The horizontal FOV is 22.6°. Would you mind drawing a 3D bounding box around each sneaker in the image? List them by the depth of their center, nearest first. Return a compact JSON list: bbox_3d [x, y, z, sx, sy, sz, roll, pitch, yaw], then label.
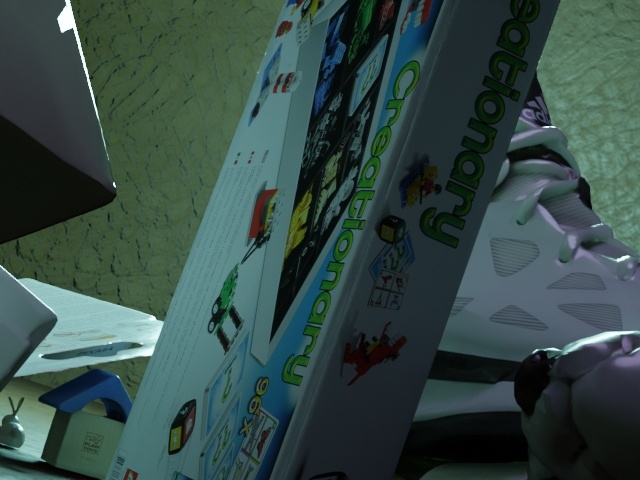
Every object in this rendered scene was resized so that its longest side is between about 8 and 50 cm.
[{"bbox_3d":[0.127,-0.001,0.856,0.448,0.257,0.169,0,-19,34],"label":"sneaker"}]

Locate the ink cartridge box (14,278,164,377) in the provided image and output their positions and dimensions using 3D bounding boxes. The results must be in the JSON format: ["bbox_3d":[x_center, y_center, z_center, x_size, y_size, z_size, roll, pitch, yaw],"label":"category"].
[{"bbox_3d":[-0.195,0.074,1.007,0.181,0.056,0.225,-7,15,-44],"label":"ink cartridge box"}]

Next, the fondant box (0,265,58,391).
[{"bbox_3d":[-0.276,-0.013,0.750,0.238,0.096,0.330,43,-16,-18],"label":"fondant box"}]

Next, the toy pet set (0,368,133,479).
[{"bbox_3d":[-0.168,0.109,1.035,0.122,0.065,0.114,20,-7,-25],"label":"toy pet set"}]

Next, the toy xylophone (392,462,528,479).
[{"bbox_3d":[0.162,0.178,0.828,0.323,0.081,0.236,19,-17,-25],"label":"toy xylophone"}]

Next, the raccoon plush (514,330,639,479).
[{"bbox_3d":[0.261,0.169,0.546,0.446,0.216,0.299,46,-23,-1],"label":"raccoon plush"}]

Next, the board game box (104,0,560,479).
[{"bbox_3d":[0.000,0.000,0.725,0.053,0.305,0.193,24,-8,-24],"label":"board game box"}]

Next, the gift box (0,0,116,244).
[{"bbox_3d":[-0.202,-0.090,0.409,0.255,0.276,0.258,-24,-18,7],"label":"gift box"}]
